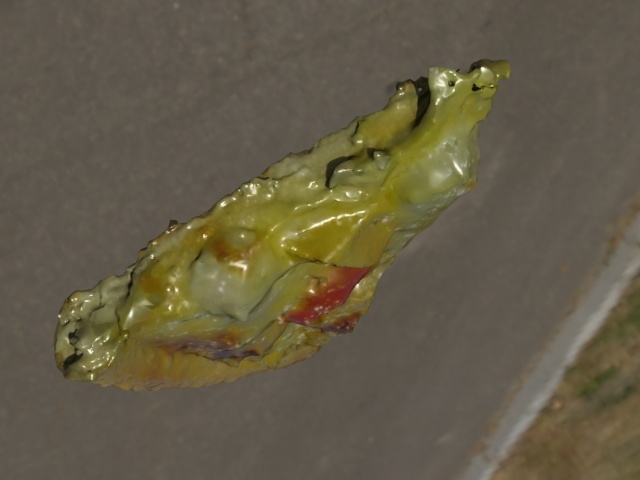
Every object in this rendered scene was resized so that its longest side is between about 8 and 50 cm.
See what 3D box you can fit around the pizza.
[{"bbox_3d":[0.000,0.000,0.768,0.280,0.075,0.287,-10,154,-50],"label":"pizza"}]
